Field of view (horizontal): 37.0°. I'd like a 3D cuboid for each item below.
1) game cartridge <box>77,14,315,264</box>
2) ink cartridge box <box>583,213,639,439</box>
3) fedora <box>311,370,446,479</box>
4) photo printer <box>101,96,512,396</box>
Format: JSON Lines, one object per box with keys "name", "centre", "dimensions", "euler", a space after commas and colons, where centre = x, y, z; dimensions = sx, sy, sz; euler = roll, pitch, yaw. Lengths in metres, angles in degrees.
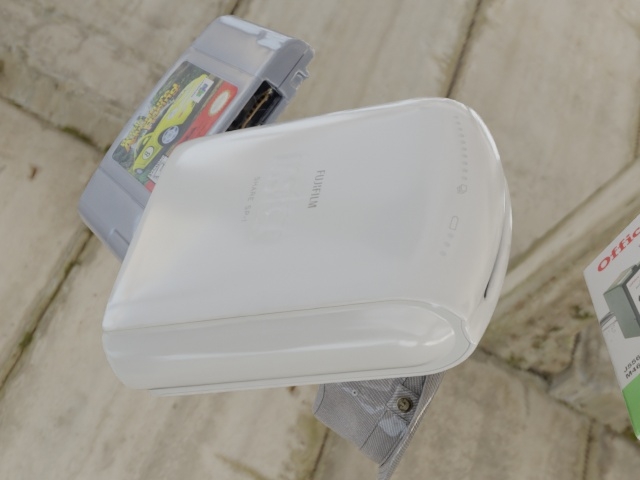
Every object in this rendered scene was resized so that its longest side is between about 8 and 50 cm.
{"name": "game cartridge", "centre": [-0.145, -0.112, 1.035], "dimensions": [0.060, 0.196, 0.294], "euler": [38, -92, -33]}
{"name": "ink cartridge box", "centre": [0.363, 0.058, 0.862], "dimensions": [0.114, 0.198, 0.273], "euler": [33, -155, -13]}
{"name": "fedora", "centre": [0.070, 0.157, 1.155], "dimensions": [0.124, 0.275, 0.244], "euler": [25, -154, 2]}
{"name": "photo printer", "centre": [0.000, 0.000, 0.780], "dimensions": [0.256, 0.307, 0.107], "euler": [-76, -28, -44]}
